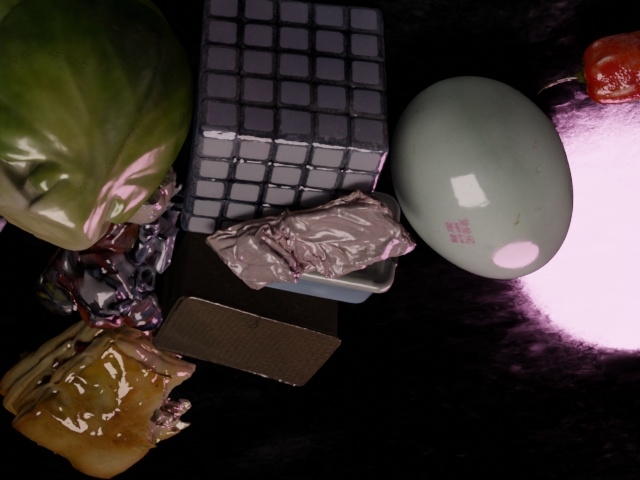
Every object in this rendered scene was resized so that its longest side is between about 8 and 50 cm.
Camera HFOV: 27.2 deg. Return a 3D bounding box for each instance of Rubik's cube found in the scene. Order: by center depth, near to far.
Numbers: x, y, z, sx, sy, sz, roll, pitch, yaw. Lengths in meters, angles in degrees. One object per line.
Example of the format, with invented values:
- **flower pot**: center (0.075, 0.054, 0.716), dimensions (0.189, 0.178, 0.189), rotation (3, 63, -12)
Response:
- **Rubik's cube**: center (-0.047, -0.150, 1.690), dimensions (0.238, 0.237, 0.237), rotation (5, 148, -6)

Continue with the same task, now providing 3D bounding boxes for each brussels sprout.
- **brussels sprout**: center (-0.305, -0.164, 1.589), dimensions (0.281, 0.354, 0.289), rotation (-14, 152, 40)

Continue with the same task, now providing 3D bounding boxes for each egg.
- **egg**: center (0.225, -0.075, 1.781), dimensions (0.230, 0.230, 0.371), rotation (-12, 146, 21)

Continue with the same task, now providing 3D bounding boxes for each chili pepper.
- **chili pepper**: center (0.371, -0.216, 1.691), dimensions (0.192, 0.086, 0.084), rotation (-14, 170, 9)

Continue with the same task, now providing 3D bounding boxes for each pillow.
- **pillow**: center (-0.014, 0.007, 1.672), dimensions (0.248, 0.049, 0.135), rotation (-15, 139, 21)

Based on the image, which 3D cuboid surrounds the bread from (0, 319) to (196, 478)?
- **bread**: center (-0.382, 0.290, 2.385), dimensions (0.370, 0.191, 0.314), rotation (-26, 135, 33)

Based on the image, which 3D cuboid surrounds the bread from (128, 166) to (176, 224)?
- **bread**: center (-0.363, -0.133, 1.823), dimensions (0.337, 0.102, 0.183), rotation (36, 155, -15)

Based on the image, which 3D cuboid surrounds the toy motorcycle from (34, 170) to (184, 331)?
- **toy motorcycle**: center (-0.293, 0.011, 2.016), dimensions (0.207, 0.134, 0.401), rotation (38, 124, 4)

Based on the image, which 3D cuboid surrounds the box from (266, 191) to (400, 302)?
- **box**: center (0.000, 0.000, 1.974), dimensions (0.227, 0.162, 0.130), rotation (11, 155, -9)

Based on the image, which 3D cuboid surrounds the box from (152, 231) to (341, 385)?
- **box**: center (-0.116, 0.109, 2.146), dimensions (0.273, 0.143, 0.184), rotation (16, 144, -16)

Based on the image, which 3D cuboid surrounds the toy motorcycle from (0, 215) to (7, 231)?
- **toy motorcycle**: center (-0.555, 0.024, 2.015), dimensions (0.108, 0.204, 0.239), rotation (26, 137, -10)
